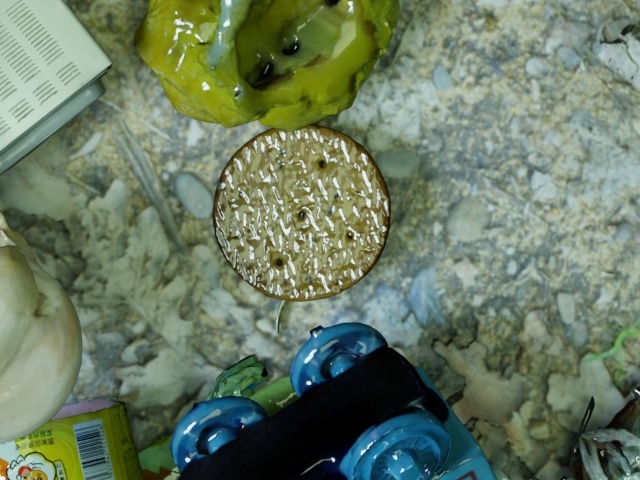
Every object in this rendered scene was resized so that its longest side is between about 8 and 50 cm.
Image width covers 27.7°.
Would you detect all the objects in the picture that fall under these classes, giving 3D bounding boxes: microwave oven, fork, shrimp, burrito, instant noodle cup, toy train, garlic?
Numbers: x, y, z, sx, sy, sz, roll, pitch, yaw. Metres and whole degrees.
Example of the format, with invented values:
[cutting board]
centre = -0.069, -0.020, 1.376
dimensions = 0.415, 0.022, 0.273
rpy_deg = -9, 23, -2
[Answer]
[microwave oven]
centre = -0.336, -0.151, 1.236
dimensions = 0.240, 0.145, 0.194
rpy_deg = -39, 104, -4
[fork]
centre = 0.006, 0.003, 1.372
dimensions = 0.028, 0.034, 0.219
rpy_deg = 28, 91, -4
[shrimp]
centre = 0.314, 0.308, 1.408
dimensions = 0.221, 0.166, 0.410
rpy_deg = 22, 104, -14
[burrito]
centre = -0.091, 0.189, 1.367
dimensions = 0.288, 0.054, 0.104
rpy_deg = -28, 98, -5
[instant noodle cup]
centre = -0.278, 0.267, 1.247
dimensions = 0.264, 0.264, 0.200
rpy_deg = -9, 89, -9
[toy train]
centre = 0.006, 0.249, 1.288
dimensions = 0.300, 0.188, 0.265
rpy_deg = -32, 134, -4
[garlic]
centre = -0.338, 0.061, 1.143
dimensions = 0.281, 0.185, 0.203
rpy_deg = 23, 79, 10

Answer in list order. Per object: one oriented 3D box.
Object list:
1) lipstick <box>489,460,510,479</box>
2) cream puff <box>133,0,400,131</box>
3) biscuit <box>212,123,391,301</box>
[lipstick]
centre = 0.146, 0.312, 1.425
dimensions = 0.158, 0.048, 0.048
rpy_deg = -43, 102, -4
[cream puff]
centre = -0.048, -0.234, 1.261
dimensions = 0.282, 0.185, 0.281
rpy_deg = -1, 94, -8
[biscuit]
centre = -0.020, -0.028, 1.347
dimensions = 0.188, 0.027, 0.187
rpy_deg = 0, 92, 5
